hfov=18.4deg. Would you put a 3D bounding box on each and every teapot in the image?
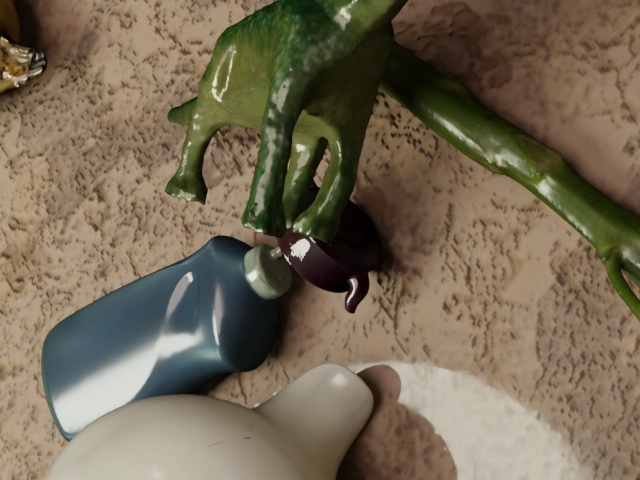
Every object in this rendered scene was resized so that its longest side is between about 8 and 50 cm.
[{"bbox_3d":[-0.085,0.197,1.236,0.298,0.139,0.204,-40,95,25],"label":"teapot"},{"bbox_3d":[0.000,0.000,1.227,0.045,0.068,0.100,-45,66,29],"label":"teapot"}]

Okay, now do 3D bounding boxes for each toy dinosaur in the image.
[{"bbox_3d":[0.003,-0.151,1.139,0.447,0.087,0.300,25,102,62],"label":"toy dinosaur"}]

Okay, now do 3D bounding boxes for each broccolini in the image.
[{"bbox_3d":[0.139,-0.001,1.113,0.392,0.074,0.078,39,103,32],"label":"broccolini"}]

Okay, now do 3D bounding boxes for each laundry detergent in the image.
[{"bbox_3d":[-0.095,0.060,1.301,0.206,0.061,0.096,-31,60,31],"label":"laundry detergent"}]

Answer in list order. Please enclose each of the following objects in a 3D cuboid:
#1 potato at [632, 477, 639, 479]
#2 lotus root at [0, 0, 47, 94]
[{"bbox_3d":[0.220,0.191,1.031,0.188,0.085,0.105,44,114,27],"label":"potato"},{"bbox_3d":[-0.284,-0.147,1.433,0.221,0.118,0.125,32,123,38],"label":"lotus root"}]
